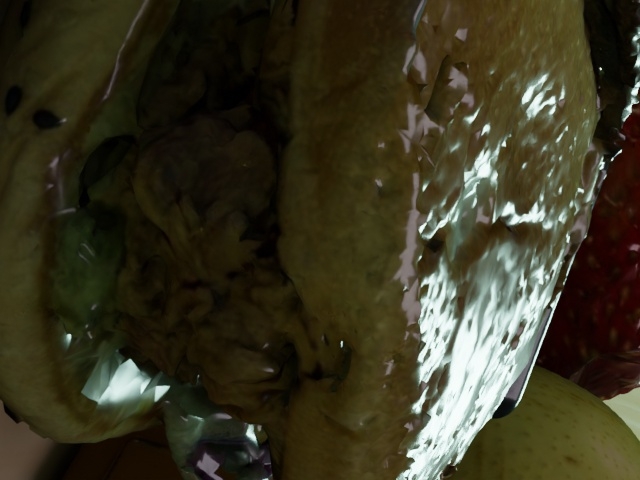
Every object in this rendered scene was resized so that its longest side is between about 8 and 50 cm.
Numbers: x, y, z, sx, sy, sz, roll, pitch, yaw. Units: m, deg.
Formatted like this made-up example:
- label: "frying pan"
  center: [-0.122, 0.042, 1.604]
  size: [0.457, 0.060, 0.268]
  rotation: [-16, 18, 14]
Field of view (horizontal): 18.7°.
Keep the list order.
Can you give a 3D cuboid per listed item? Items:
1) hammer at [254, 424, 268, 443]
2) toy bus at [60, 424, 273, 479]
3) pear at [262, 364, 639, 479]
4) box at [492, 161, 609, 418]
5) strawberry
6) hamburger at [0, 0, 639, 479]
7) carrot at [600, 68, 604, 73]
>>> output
- label: "hammer"
  center: [0.000, 0.000, 0.954]
  size: [0.041, 0.159, 0.226]
  rotation: [-3, 134, -56]
- label: "toy bus"
  center: [-0.095, 0.173, 0.866]
  size: [0.201, 0.098, 0.114]
  rotation: [-60, 164, -28]
- label: "pear"
  center: [0.076, 0.206, 1.141]
  size: [0.309, 0.309, 0.309]
  rotation: [20, 90, -76]
- label: "box"
  center: [0.058, -0.004, 1.033]
  size: [0.230, 0.050, 0.160]
  rotation: [20, -91, 65]
- label: "strawberry"
  center: [0.178, 0.004, 1.346]
  size: [0.288, 0.238, 0.250]
  rotation: [-94, -177, -60]
- label: "hamburger"
  center: [-0.002, -0.034, 0.725]
  size: [0.277, 0.195, 0.318]
  rotation: [-59, 160, -28]
- label: "carrot"
  center: [0.180, -0.217, 1.130]
  size: [0.331, 0.214, 0.193]
  rotation: [-64, 165, -7]
